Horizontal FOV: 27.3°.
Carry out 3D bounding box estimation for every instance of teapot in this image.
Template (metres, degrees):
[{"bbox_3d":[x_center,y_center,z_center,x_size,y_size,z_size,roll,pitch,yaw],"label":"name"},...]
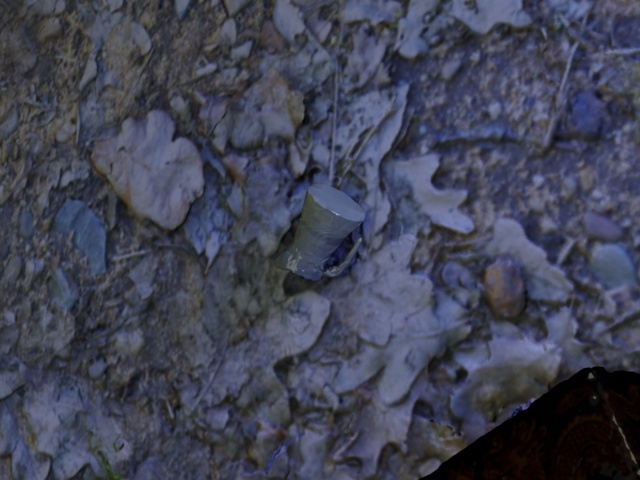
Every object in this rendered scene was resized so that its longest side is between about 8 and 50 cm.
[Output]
[{"bbox_3d":[0.000,0.000,1.156,0.067,0.057,0.083,36,109,13],"label":"teapot"}]

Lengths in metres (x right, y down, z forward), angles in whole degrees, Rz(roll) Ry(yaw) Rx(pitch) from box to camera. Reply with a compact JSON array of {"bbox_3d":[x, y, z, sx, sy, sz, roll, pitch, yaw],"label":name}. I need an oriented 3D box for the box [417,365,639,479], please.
[{"bbox_3d":[0.184,0.318,0.838,0.264,0.115,0.415,-40,54,28],"label":"box"}]
